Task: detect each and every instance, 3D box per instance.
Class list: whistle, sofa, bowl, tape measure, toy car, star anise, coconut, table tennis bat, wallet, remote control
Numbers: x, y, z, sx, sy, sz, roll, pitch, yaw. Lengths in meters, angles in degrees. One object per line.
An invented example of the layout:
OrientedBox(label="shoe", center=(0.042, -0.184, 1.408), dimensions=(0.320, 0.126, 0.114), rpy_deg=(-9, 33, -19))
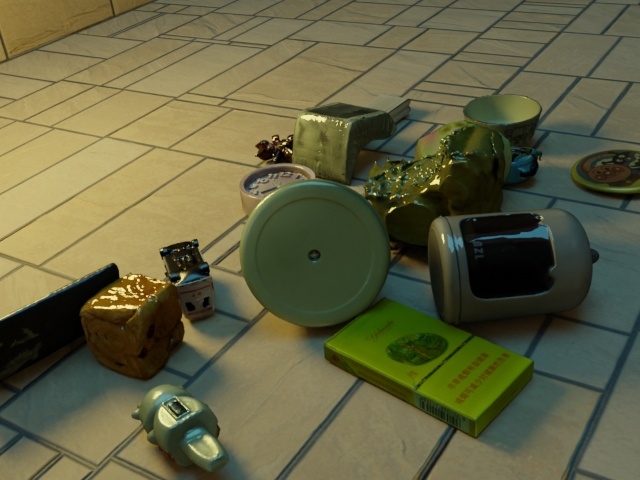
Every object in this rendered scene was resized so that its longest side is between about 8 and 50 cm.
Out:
OrientedBox(label="whistle", center=(-0.226, 0.307, 1.293), dimensions=(0.253, 0.106, 0.101), rpy_deg=(23, 73, 50))
OrientedBox(label="sofa", center=(0.063, -0.272, 2.154), dimensions=(0.210, 0.175, 0.225), rpy_deg=(16, 24, 32))
OrientedBox(label="bowl", center=(0.498, -0.313, 2.153), dimensions=(0.212, 0.112, 0.211), rpy_deg=(-6, 30, 3))
OrientedBox(label="tape measure", center=(0.480, -0.194, 1.992), dimensions=(0.146, 0.080, 0.125), rpy_deg=(9, 32, 25))
OrientedBox(label="toy car", center=(-0.282, 0.079, 1.677), dimensions=(0.090, 0.108, 0.209), rpy_deg=(-18, 29, -13))
OrientedBox(label="star anise", center=(-0.116, -0.261, 2.245), dimensions=(0.168, 0.057, 0.168), rpy_deg=(-13, 30, 8))
OrientedBox(label="coconut", center=(0.330, -0.184, 1.871), dimensions=(0.236, 0.204, 0.236), rpy_deg=(15, 27, -8))
OrientedBox(label="table tennis bat", center=(0.785, -0.155, 1.898), dimensions=(0.224, 0.054, 0.369), rpy_deg=(-30, 35, -32))
OrientedBox(label="wallet", center=(-0.526, 0.169, 1.521), dimensions=(0.321, 0.170, 0.044), rpy_deg=(-32, 62, -35))
OrientedBox(label="remote control", center=(0.152, -0.357, 2.347), dimensions=(0.103, 0.055, 0.277), rpy_deg=(19, 42, 35))

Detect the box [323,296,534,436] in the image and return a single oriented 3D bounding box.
OrientedBox(label="box", center=(0.188, 0.214, 1.415), dimensions=(0.335, 0.047, 0.187), rpy_deg=(22, 42, 38))

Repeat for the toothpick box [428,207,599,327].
OrientedBox(label="toothpick box", center=(0.376, 0.049, 1.513), dimensions=(0.317, 0.229, 0.229), rpy_deg=(-5, 31, -2))

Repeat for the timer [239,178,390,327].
OrientedBox(label="timer", center=(0.000, 0.000, 1.641), dimensions=(0.291, 0.290, 0.315), rpy_deg=(-4, 11, 5))

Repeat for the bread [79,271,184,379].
OrientedBox(label="bread", center=(-0.359, 0.162, 1.522), dimensions=(0.158, 0.149, 0.143), rpy_deg=(6, 31, 31))

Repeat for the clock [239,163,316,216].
OrientedBox(label="clock", center=(-0.106, -0.125, 2.005), dimensions=(0.197, 0.068, 0.197), rpy_deg=(-5, 31, 3))

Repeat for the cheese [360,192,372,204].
OrientedBox(label="cheese", center=(0.190, -0.097, 1.929), dimensions=(0.192, 0.037, 0.097), rpy_deg=(-8, 32, 0))

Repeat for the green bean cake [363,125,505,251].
OrientedBox(label="green bean cake", center=(0.238, -0.104, 1.701), dimensions=(0.310, 0.285, 0.202), rpy_deg=(4, 38, 20))
